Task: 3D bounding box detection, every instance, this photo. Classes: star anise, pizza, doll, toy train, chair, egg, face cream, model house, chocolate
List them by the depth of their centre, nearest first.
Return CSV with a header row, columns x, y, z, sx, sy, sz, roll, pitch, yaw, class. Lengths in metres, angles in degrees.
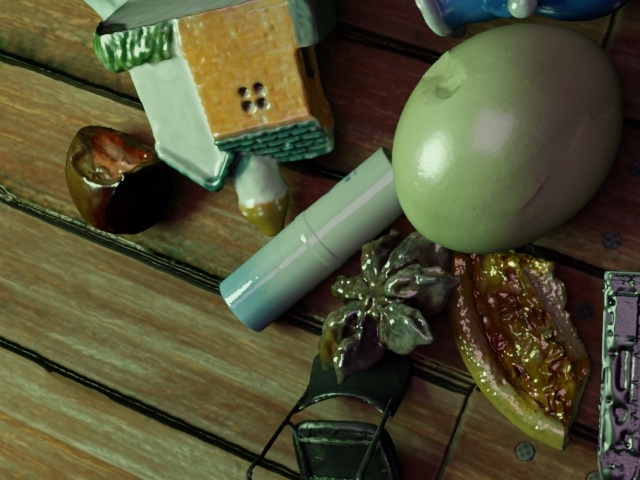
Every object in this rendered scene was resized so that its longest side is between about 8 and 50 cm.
x,y,z,sx,sy,sz,roll,pitch,yaw,class
0.196,-0.108,1.676,0.219,0.219,0.269,37,94,20,egg
0.325,0.150,1.692,0.052,0.051,0.233,2,89,22,toy train
0.223,-0.309,1.717,0.257,0.161,0.215,-16,46,18,doll
0.213,0.102,1.737,0.134,0.056,0.271,-21,78,27,pizza
0.073,0.058,1.752,0.212,0.073,0.196,-31,34,39,star anise
0.028,0.239,1.775,0.140,0.221,0.145,0,128,21,chair
0.000,0.000,1.818,0.250,0.077,0.077,-40,72,12,face cream
-0.088,-0.157,1.842,0.272,0.190,0.300,-11,107,14,model house
-0.243,-0.081,1.903,0.127,0.124,0.133,-46,41,18,chocolate

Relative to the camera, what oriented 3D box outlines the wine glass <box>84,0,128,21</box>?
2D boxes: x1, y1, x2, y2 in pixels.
x,y,z,sx,sy,sz,roll,pitch,yaw,class
-0.271,-0.312,1.959,0.155,0.072,0.072,38,99,20,wine glass
